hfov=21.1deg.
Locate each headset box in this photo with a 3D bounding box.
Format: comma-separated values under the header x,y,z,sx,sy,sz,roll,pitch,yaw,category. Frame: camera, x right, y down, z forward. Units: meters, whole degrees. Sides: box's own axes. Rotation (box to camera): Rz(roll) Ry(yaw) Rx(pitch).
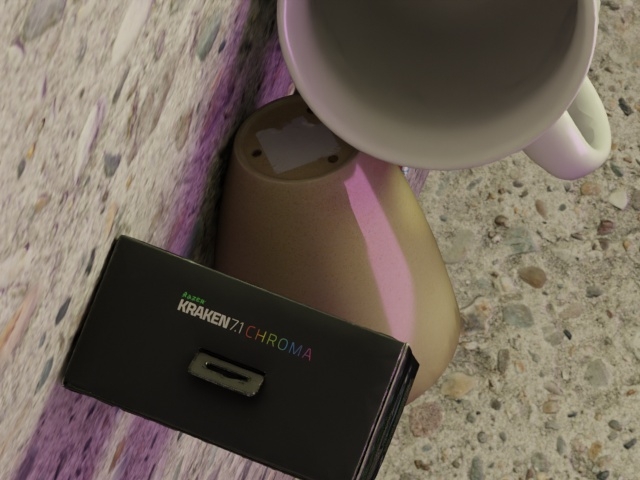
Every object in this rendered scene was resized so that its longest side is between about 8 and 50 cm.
x,y,z,sx,sy,sz,roll,pitch,yaw,category
-0.056,0.109,1.422,0.283,0.246,0.131,61,50,-82,headset box

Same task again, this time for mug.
x,y,z,sx,sy,sz,roll,pitch,yaw,category
0.150,-0.215,1.611,0.276,0.374,0.328,-35,-165,21,mug

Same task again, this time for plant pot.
x,y,z,sx,sy,sz,roll,pitch,yaw,category
0.000,0.000,1.679,0.274,0.256,0.256,79,29,-46,plant pot

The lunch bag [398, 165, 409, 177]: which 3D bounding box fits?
x,y,z,sx,sy,sz,roll,pitch,yaw,category
0.062,-0.219,1.966,0.293,0.138,0.221,-87,-166,-72,lunch bag
